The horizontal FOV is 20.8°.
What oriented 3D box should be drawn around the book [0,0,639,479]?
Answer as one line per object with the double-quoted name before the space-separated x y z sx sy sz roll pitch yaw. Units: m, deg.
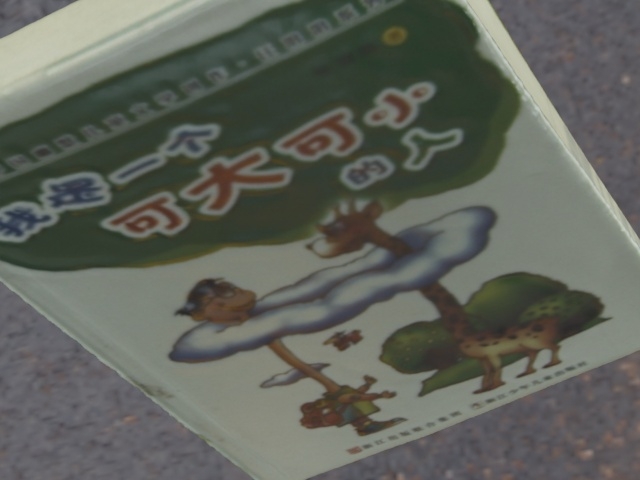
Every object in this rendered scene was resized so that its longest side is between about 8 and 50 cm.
"book" 0.000 0.000 0.812 0.371 0.260 0.043 46 26 -48
